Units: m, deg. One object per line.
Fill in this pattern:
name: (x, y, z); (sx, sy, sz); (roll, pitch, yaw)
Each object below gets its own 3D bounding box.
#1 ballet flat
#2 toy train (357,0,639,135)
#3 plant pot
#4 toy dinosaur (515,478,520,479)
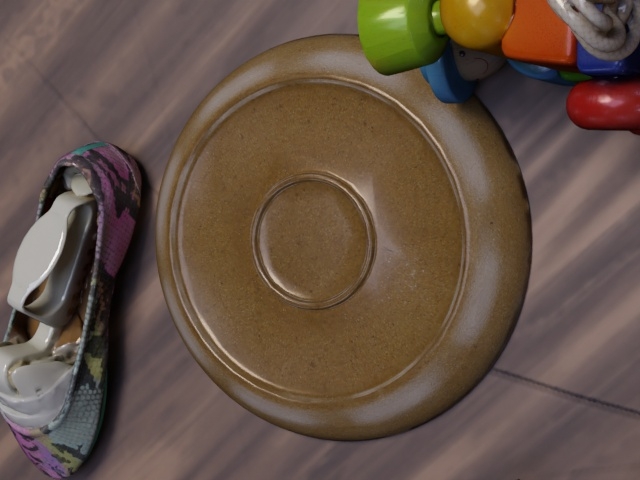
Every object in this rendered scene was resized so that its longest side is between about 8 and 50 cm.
ballet flat: (-0.166, 0.046, 0.710); (0.077, 0.079, 0.221); (19, 101, 22)
toy train: (0.077, -0.099, 0.497); (0.143, 0.248, 0.105); (2, 94, 30)
plant pot: (0.000, 0.000, 0.656); (0.236, 0.032, 0.236); (1, 94, 24)
toy dinosaur: (0.164, 0.182, 0.537); (0.296, 0.200, 0.127); (-9, 105, -10)
